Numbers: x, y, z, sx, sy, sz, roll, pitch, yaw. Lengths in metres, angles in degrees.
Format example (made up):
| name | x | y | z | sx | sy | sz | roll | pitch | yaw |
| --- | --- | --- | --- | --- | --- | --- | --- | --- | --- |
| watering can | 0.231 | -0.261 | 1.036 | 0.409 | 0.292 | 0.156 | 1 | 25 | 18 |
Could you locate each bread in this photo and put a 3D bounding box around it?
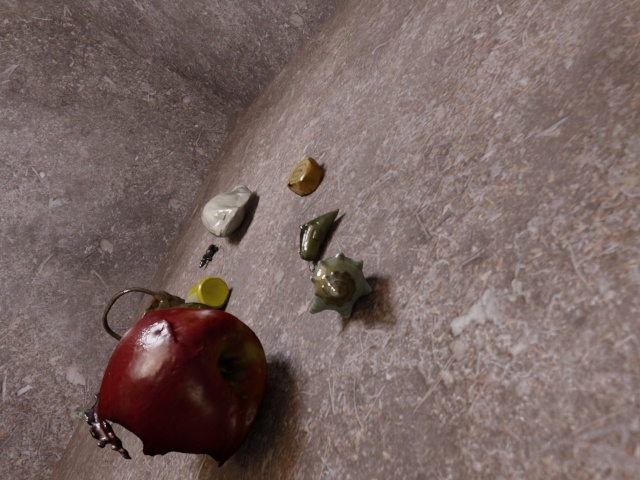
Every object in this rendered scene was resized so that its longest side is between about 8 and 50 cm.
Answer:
| name | x | y | z | sx | sy | sz | roll | pitch | yaw |
| --- | --- | --- | --- | --- | --- | --- | --- | --- | --- |
| bread | -0.056 | -0.217 | 1.418 | 0.149 | 0.073 | 0.122 | -8 | 53 | 60 |

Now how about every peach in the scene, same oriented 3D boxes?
| name | x | y | z | sx | sy | sz | roll | pitch | yaw |
| --- | --- | --- | --- | --- | --- | --- | --- | --- | --- |
| peach | -0.316 | 0.330 | 0.970 | 0.416 | 0.339 | 0.353 | -34 | 38 | 31 |

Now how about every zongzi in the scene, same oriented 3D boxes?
| name | x | y | z | sx | sy | sz | roll | pitch | yaw |
| --- | --- | --- | --- | --- | --- | --- | --- | --- | --- |
| zongzi | 0.000 | 0.000 | 1.098 | 0.130 | 0.062 | 0.154 | -27 | 45 | 31 |

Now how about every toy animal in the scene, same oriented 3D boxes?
| name | x | y | z | sx | sy | sz | roll | pitch | yaw |
| --- | --- | --- | --- | --- | --- | --- | --- | --- | --- |
| toy animal | -0.545 | 0.077 | 2.042 | 0.136 | 0.047 | 0.065 | -59 | 19 | 4 |

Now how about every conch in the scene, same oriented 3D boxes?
| name | x | y | z | sx | sy | sz | roll | pitch | yaw |
| --- | --- | --- | --- | --- | --- | --- | --- | --- | --- |
| conch | 0.038 | 0.102 | 0.859 | 0.137 | 0.114 | 0.234 | -54 | -12 | -13 |

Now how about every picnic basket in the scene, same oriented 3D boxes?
| name | x | y | z | sx | sy | sz | roll | pitch | yaw |
| --- | --- | --- | --- | --- | --- | --- | --- | --- | --- |
| picnic basket | -0.795 | 0.350 | 1.880 | 0.293 | 0.337 | 0.337 | -55 | 25 | 8 |

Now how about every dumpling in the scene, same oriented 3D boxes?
| name | x | y | z | sx | sy | sz | roll | pitch | yaw |
| --- | --- | --- | --- | --- | --- | --- | --- | --- | --- |
| dumpling | -0.413 | -0.140 | 1.894 | 0.260 | 0.181 | 0.341 | -50 | 2 | -2 |

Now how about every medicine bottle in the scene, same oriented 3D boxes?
| name | x | y | z | sx | sy | sz | roll | pitch | yaw |
| --- | --- | --- | --- | --- | --- | --- | --- | --- | --- |
| medicine bottle | -0.439 | 0.218 | 1.588 | 0.212 | 0.122 | 0.122 | -30 | 37 | 48 |

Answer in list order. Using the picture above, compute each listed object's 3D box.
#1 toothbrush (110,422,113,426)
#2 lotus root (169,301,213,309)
| name | x | y | z | sx | sy | sz | roll | pitch | yaw |
| --- | --- | --- | --- | --- | --- | --- | --- | --- | --- |
| toothbrush | -0.656 | 0.546 | 1.389 | 0.131 | 0.011 | 0.013 | -66 | 9 | -13 |
| lotus root | -0.432 | 0.286 | 1.432 | 0.275 | 0.160 | 0.152 | -4 | 69 | 48 |
